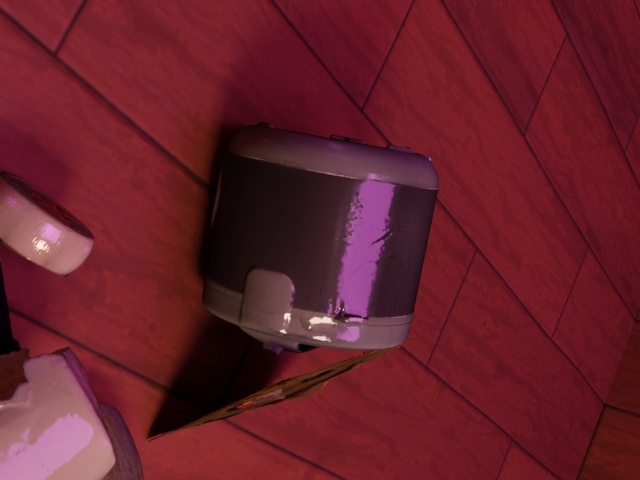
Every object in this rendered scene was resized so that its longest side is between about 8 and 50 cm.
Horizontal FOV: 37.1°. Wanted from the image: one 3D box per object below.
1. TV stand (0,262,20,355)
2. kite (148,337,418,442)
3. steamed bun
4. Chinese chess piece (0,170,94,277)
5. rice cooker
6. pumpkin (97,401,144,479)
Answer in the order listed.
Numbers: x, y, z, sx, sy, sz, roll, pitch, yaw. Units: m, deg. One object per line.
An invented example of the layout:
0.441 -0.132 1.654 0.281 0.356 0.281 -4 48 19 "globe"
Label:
-0.338 0.111 0.979 0.040 0.049 0.256 -24 121 -44 "TV stand"
-0.044 0.190 1.219 0.327 0.377 0.013 92 -22 -77 "kite"
-0.311 0.178 0.879 0.225 0.200 0.170 -38 143 -23 "steamed bun"
-0.283 -0.017 0.946 0.051 0.122 0.122 -53 142 1 "Chinese chess piece"
-0.002 0.002 1.199 0.288 0.288 0.277 0 103 -53 "rice cooker"
-0.267 0.299 1.059 0.217 0.110 0.217 -45 157 -25 "pumpkin"
